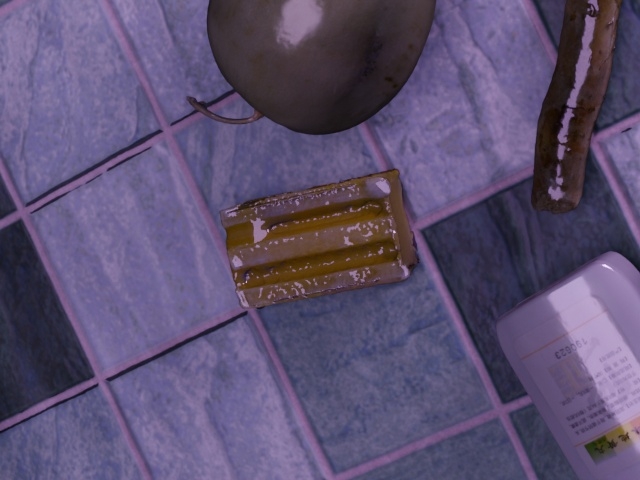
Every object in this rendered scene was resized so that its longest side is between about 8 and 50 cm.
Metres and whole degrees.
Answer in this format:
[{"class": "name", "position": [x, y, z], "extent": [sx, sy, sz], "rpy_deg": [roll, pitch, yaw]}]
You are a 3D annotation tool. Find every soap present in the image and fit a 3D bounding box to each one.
[{"class": "soap", "position": [0.000, 0.000, 2.014], "extent": [0.233, 0.076, 0.135], "rpy_deg": [-12, 93, 22]}]

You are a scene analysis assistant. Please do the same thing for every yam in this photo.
[{"class": "yam", "position": [0.298, -0.187, 1.871], "extent": [0.067, 0.071, 0.317], "rpy_deg": [6, 102, -17]}]

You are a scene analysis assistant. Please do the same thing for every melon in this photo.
[{"class": "melon", "position": [0.003, -0.266, 1.877], "extent": [0.271, 0.272, 0.308], "rpy_deg": [18, 112, 18]}]

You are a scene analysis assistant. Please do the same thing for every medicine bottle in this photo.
[{"class": "medicine bottle", "position": [0.353, 0.188, 1.878], "extent": [0.179, 0.124, 0.324], "rpy_deg": [-33, 84, 23]}]
